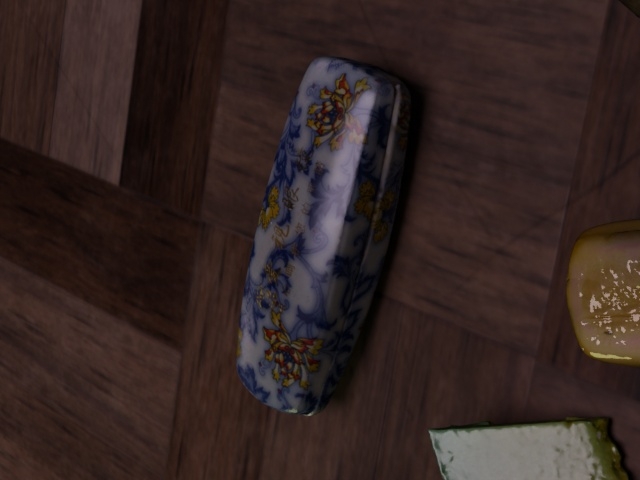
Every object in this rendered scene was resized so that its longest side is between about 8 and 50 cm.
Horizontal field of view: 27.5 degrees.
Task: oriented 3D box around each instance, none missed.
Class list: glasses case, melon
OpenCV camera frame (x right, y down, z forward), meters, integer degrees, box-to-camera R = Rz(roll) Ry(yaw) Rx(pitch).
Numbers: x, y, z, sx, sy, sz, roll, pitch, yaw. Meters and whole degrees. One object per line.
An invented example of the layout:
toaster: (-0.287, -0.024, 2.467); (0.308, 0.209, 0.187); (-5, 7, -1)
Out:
glasses case: (0.000, 0.000, 0.886); (0.087, 0.065, 0.248); (27, 110, 39)
melon: (0.167, 0.200, 0.758); (0.114, 0.053, 0.262); (-39, 68, 19)

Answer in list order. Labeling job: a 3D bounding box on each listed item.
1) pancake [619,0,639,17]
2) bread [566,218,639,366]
pancake: (0.216, -0.210, 0.540); (0.288, 0.033, 0.286); (14, 98, 49)
bread: (0.191, 0.026, 0.700); (0.115, 0.056, 0.082); (-8, 90, 41)
